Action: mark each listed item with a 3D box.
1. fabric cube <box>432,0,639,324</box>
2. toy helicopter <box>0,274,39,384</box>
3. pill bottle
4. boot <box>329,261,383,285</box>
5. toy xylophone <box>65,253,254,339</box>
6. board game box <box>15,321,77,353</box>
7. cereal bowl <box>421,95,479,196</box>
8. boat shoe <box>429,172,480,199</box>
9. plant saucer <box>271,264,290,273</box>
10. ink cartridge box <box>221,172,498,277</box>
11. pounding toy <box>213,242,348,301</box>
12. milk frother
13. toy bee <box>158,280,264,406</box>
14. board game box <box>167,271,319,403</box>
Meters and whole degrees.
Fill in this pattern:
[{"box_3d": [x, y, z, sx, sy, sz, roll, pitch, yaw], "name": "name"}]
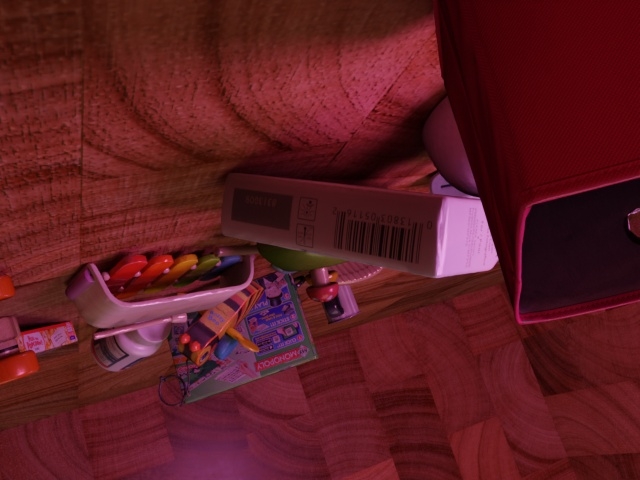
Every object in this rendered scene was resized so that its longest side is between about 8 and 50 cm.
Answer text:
[{"box_3d": [0.225, -0.116, 0.444, 0.254, 0.258, 0.259, -15, 156, 10], "name": "fabric cube"}, {"box_3d": [-0.560, 0.161, 0.920, 0.235, 0.140, 0.355, -18, -179, -32], "name": "toy helicopter"}, {"box_3d": [-0.389, 0.198, 1.326, 0.108, 0.108, 0.180, -4, 160, -47], "name": "pill bottle"}, {"box_3d": [0.070, 0.038, 1.283, 0.248, 0.090, 0.207, -30, 176, -28], "name": "boot"}, {"box_3d": [-0.275, 0.088, 1.100, 0.236, 0.081, 0.323, -29, 163, 38], "name": "toy xylophone"}, {"box_3d": [-0.562, 0.203, 1.173, 0.147, 0.045, 0.193, -20, 177, 5], "name": "board game box"}, {"box_3d": [0.317, -0.144, 0.861, 0.339, 0.141, 0.339, -17, 167, -4], "name": "cereal bowl"}, {"box_3d": [0.301, -0.110, 1.093, 0.226, 0.083, 0.076, -1, -173, 19], "name": "boat shoe"}, {"box_3d": [-0.046, 0.047, 1.377, 0.119, 0.021, 0.119, -18, 167, -4], "name": "plant saucer"}, {"box_3d": [0.109, -0.024, 0.867, 0.308, 0.091, 0.385, 9, -176, 36], "name": "ink cartridge box"}, {"box_3d": [-0.026, 0.040, 1.036, 0.237, 0.110, 0.183, -7, -175, 34], "name": "pounding toy"}, {"box_3d": [-0.001, 0.134, 1.511, 0.143, 0.134, 0.129, -23, 175, 32], "name": "milk frother"}, {"box_3d": [-0.217, 0.194, 1.287, 0.195, 0.298, 0.162, 13, 162, 5], "name": "toy bee"}, {"box_3d": [-0.186, 0.216, 1.448, 0.317, 0.213, 0.046, -20, 167, 7], "name": "board game box"}]
